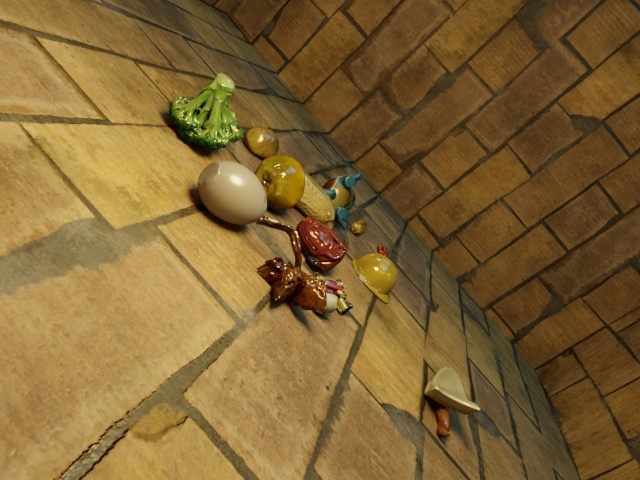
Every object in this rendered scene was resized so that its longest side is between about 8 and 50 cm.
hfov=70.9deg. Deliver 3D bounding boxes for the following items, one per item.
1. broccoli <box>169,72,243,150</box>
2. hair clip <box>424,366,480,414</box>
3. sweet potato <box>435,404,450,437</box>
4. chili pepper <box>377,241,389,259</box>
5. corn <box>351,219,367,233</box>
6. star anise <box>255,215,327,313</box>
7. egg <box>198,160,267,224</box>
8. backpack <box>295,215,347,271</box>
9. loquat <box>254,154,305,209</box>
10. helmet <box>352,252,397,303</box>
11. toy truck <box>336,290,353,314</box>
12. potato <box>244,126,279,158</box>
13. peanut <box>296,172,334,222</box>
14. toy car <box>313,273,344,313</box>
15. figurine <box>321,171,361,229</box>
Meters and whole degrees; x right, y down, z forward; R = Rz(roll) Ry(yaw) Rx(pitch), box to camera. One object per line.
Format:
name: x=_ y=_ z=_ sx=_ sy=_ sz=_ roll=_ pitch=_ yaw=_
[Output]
broccoli: x=-0.376 y=-0.455 z=1.585 sx=0.254 sy=0.269 sz=0.269 roll=32 pitch=22 yaw=-9
hair clip: x=0.476 y=0.571 z=1.688 sx=0.173 sy=0.113 sz=0.282 roll=25 pitch=11 yaw=6
sweet potato: x=0.438 y=0.638 z=1.606 sx=0.058 sy=0.055 sz=0.202 roll=59 pitch=18 yaw=-2
chili pepper: x=0.337 y=0.085 z=2.448 sx=0.268 sy=0.059 sz=0.050 roll=-95 pitch=178 yaw=-64
corn: x=0.211 y=-0.074 z=2.437 sx=0.068 sy=0.068 sz=0.207 roll=51 pitch=17 yaw=5
star anise: x=-0.102 y=0.083 z=1.350 sx=0.346 sy=0.148 sz=0.237 roll=63 pitch=19 yaw=9
egg: x=-0.261 y=-0.140 z=1.374 sx=0.232 sy=0.176 sz=0.176 roll=41 pitch=20 yaw=-36
backpack: x=-0.002 y=0.001 z=1.723 sx=0.229 sy=0.139 sz=0.229 roll=43 pitch=20 yaw=-19
loquat: x=-0.150 y=-0.223 z=1.743 sx=0.213 sy=0.213 sz=0.246 roll=52 pitch=22 yaw=10
helmet: x=0.275 y=0.147 z=2.063 sx=0.257 sy=0.140 sz=0.205 roll=46 pitch=19 yaw=0
toy truck: x=0.072 y=0.219 z=1.614 sx=0.054 sy=0.049 sz=0.083 roll=14 pitch=41 yaw=-57
potato: x=-0.258 y=-0.438 z=2.026 sx=0.176 sy=0.137 sz=0.137 roll=10 pitch=43 yaw=-58
peanut: x=-0.053 y=-0.187 z=1.971 sx=0.313 sy=0.152 sz=0.152 roll=38 pitch=22 yaw=-27
toy car: x=0.006 y=0.185 z=1.475 sx=0.139 sy=0.112 sz=0.112 roll=25 pitch=45 yaw=-31
figurine: x=0.085 y=-0.205 z=2.237 sx=0.416 sy=0.243 sz=0.297 roll=2 pitch=94 yaw=-61
